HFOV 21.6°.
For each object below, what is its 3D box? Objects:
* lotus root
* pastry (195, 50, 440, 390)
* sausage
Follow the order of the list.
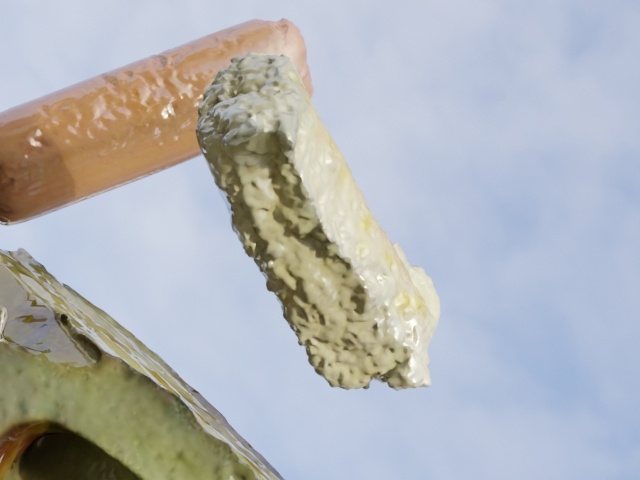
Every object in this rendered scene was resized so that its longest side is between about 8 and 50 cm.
[{"bbox_3d":[-0.101,0.128,0.785,0.314,0.142,0.210,39,-2,27],"label":"lotus root"},{"bbox_3d":[0.000,-0.005,1.093,0.089,0.121,0.258,-12,-52,23],"label":"pastry"},{"bbox_3d":[-0.132,-0.092,1.261,0.086,0.289,0.086,46,-31,38],"label":"sausage"}]
